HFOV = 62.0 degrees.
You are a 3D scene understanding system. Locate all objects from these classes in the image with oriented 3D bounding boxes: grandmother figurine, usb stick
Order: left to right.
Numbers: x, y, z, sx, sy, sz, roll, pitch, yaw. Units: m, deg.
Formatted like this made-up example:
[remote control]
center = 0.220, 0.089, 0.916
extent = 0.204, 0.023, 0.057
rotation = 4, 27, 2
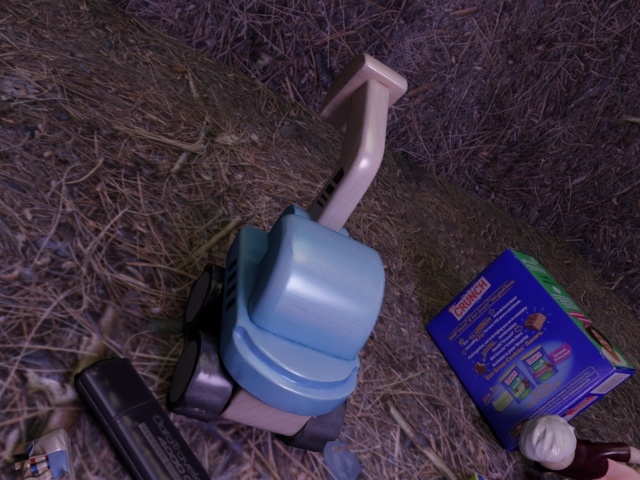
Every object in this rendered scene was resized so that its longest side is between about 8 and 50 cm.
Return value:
[usb stick]
center = -0.178, 0.244, 0.593
extent = 0.278, 0.045, 0.077
rotation = 47, 21, 19
[grandmother figurine]
center = 0.484, 0.407, 0.966
extent = 0.342, 0.208, 0.104
rotation = 32, 38, -27

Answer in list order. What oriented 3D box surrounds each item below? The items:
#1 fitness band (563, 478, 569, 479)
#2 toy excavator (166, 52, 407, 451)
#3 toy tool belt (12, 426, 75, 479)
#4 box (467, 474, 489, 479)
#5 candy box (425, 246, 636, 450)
[fitness band]
center = 0.463, 0.523, 0.876
extent = 0.291, 0.054, 0.209
rotation = 37, 27, -25
[toy excavator]
center = 0.000, 0.000, 0.751
extent = 0.222, 0.445, 0.433
rotation = 26, 29, -22
[toy tool belt]
center = -0.269, 0.227, 0.517
extent = 0.051, 0.052, 0.083
rotation = -15, 47, -20
[box]
center = 0.297, 0.449, 0.847
extent = 0.178, 0.042, 0.109
rotation = 29, 27, -18
[candy box]
center = 0.414, 0.219, 1.105
extent = 0.122, 0.268, 0.317
rotation = 16, 33, -42
